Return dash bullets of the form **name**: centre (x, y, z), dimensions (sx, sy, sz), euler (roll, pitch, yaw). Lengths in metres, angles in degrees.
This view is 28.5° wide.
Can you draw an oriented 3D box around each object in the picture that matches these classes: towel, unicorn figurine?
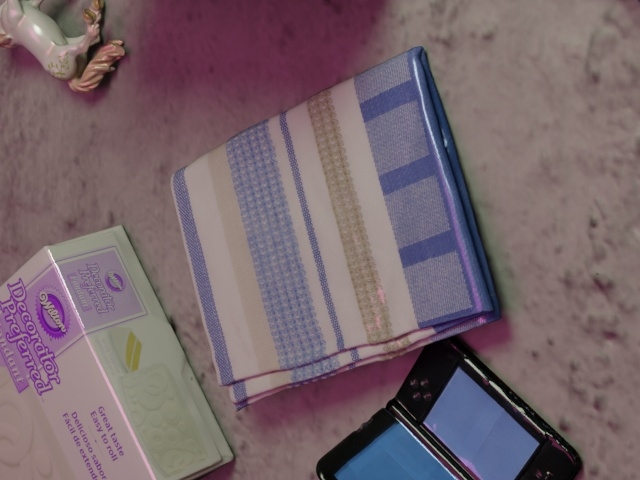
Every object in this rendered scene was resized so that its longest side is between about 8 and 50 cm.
- **towel**: centre (0.000, 0.000, 0.960), dimensions (0.285, 0.034, 0.209), euler (-23, 79, 41)
- **unicorn figurine**: centre (-0.248, -0.192, 1.117), dimensions (0.162, 0.060, 0.111), euler (52, 129, 19)

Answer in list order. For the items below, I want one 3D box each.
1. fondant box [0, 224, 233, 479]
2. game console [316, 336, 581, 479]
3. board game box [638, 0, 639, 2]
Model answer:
- **fondant box**: centre (-0.254, 0.167, 1.199), dimensions (0.330, 0.096, 0.238), euler (-35, 78, 41)
- **game console**: centre (0.088, 0.159, 0.896), dimensions (0.144, 0.085, 0.124), euler (43, 127, 24)
- **board game box**: centre (0.276, -0.233, 0.632), dimensions (0.319, 0.066, 0.318), euler (54, 130, 16)
